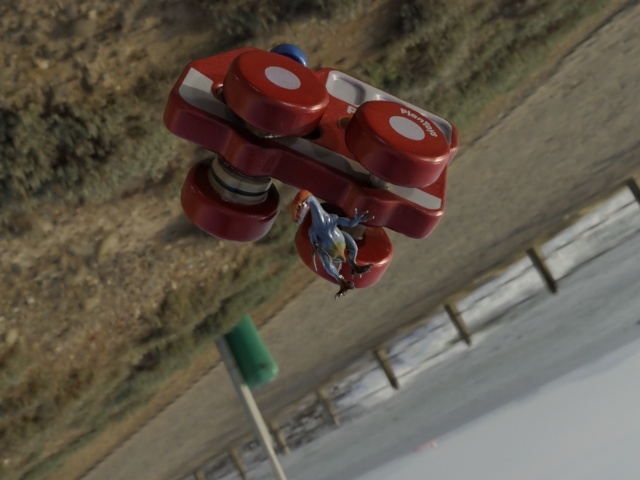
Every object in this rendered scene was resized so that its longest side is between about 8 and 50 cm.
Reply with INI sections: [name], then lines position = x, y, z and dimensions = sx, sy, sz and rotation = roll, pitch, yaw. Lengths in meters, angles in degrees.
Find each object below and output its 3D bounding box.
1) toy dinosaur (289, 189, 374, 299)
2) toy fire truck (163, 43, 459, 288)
[toy dinosaur]
position = 0.000, 0.000, 0.667
dimensions = 0.047, 0.082, 0.090
rotation = -42, -163, -22
[toy fire truck]
position = -0.002, -0.110, 0.994
dimensions = 0.254, 0.302, 0.169
rotation = -75, -170, -56
